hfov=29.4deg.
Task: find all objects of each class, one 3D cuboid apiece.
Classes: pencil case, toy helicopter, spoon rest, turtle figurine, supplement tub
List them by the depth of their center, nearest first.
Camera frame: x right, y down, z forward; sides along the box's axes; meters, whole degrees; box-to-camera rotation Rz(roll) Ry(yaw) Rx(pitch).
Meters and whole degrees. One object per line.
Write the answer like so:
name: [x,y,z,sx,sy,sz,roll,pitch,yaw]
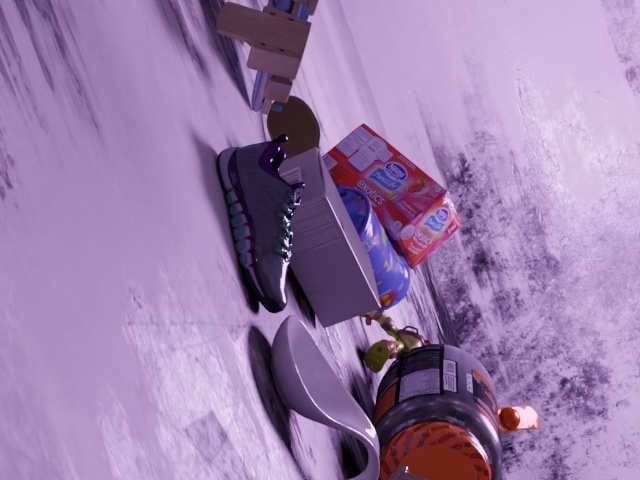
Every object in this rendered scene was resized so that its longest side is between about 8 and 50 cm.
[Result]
spoon rest: [0.011,0.214,1.531,0.137,0.084,0.276,-89,159,-62]
supplement tub: [0.182,0.309,1.929,0.338,0.207,0.207,-68,139,-74]
pencil case: [0.064,0.013,2.060,0.306,0.119,0.133,53,30,-61]
turtle figurine: [0.164,0.212,2.201,0.269,0.087,0.217,53,17,1]
toy helicopter: [0.274,0.381,2.238,0.140,0.235,0.355,59,18,0]

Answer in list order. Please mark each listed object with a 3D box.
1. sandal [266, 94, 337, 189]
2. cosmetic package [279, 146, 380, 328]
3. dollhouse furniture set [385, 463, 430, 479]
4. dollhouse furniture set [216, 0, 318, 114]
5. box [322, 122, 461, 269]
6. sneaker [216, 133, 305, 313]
sandal: [-0.038,-0.122,1.932,0.079,0.088,0.240,109,-30,-44]
cosmetic package: [0.000,0.000,1.797,0.127,0.107,0.238,-101,165,-50]
dollhouse furniture set: [0.194,0.492,1.440,0.362,0.256,0.394,-44,128,-32]
dollhouse furniture set: [-0.122,-0.310,1.801,0.303,0.198,0.286,114,-9,-58]
box: [0.123,-0.084,2.241,0.257,0.128,0.122,43,-10,38]
sneaker: [-0.059,-0.024,1.531,0.083,0.098,0.223,34,39,-74]
